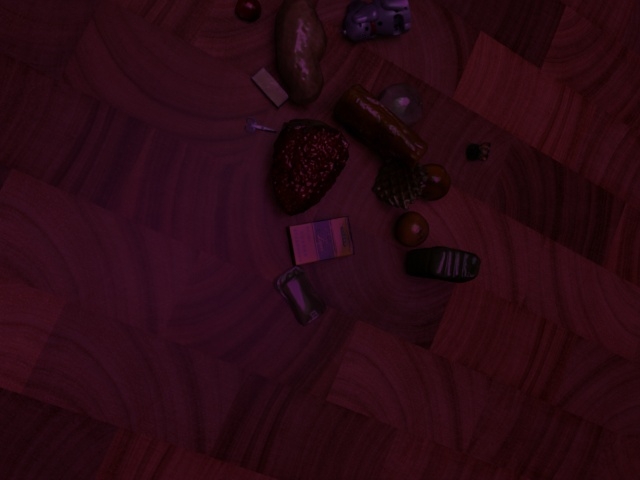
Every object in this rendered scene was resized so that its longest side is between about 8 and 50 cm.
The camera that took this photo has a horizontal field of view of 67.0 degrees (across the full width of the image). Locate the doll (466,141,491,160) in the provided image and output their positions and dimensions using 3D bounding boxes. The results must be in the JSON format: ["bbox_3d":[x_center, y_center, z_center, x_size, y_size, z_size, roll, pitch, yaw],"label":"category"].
[{"bbox_3d":[0.663,-0.376,2.035,0.113,0.077,0.078,-18,123,-43],"label":"doll"}]

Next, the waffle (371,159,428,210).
[{"bbox_3d":[0.310,-0.231,1.874,0.208,0.214,0.054,-57,147,-1],"label":"waffle"}]

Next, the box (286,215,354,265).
[{"bbox_3d":[0.000,0.000,1.838,0.237,0.070,0.152,-10,92,-13],"label":"box"}]

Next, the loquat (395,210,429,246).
[{"bbox_3d":[0.361,-0.044,1.900,0.141,0.141,0.141,0,89,-15],"label":"loquat"}]

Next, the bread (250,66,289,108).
[{"bbox_3d":[-0.188,-0.571,1.811,0.153,0.028,0.068,46,79,-9],"label":"bread"}]

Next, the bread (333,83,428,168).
[{"bbox_3d":[0.217,-0.406,1.815,0.380,0.185,0.109,42,58,3],"label":"bread"}]

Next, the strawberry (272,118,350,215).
[{"bbox_3d":[-0.044,-0.265,1.754,0.292,0.292,0.343,11,110,-15],"label":"strawberry"}]

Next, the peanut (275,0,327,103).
[{"bbox_3d":[-0.069,-0.696,1.776,0.192,0.169,0.387,-4,94,-20],"label":"peanut"}]

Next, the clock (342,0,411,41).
[{"bbox_3d":[0.200,-0.853,1.863,0.254,0.189,0.189,-18,94,0],"label":"clock"}]

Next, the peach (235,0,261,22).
[{"bbox_3d":[-0.263,-0.856,1.776,0.098,0.061,0.098,2,82,-15],"label":"peach"}]

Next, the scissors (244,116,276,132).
[{"bbox_3d":[-0.222,-0.421,1.807,0.119,0.014,0.058,14,90,-12],"label":"scissors"}]

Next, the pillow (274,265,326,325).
[{"bbox_3d":[-0.073,0.208,1.832,0.130,0.033,0.217,-36,98,-16],"label":"pillow"}]

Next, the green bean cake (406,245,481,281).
[{"bbox_3d":[0.477,0.094,1.871,0.222,0.248,0.125,10,86,-18],"label":"green bean cake"}]

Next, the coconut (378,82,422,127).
[{"bbox_3d":[0.305,-0.514,1.860,0.194,0.194,0.194,0,89,-15],"label":"coconut"}]

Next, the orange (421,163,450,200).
[{"bbox_3d":[0.442,-0.234,1.922,0.156,0.156,0.134,36,60,-12],"label":"orange"}]
